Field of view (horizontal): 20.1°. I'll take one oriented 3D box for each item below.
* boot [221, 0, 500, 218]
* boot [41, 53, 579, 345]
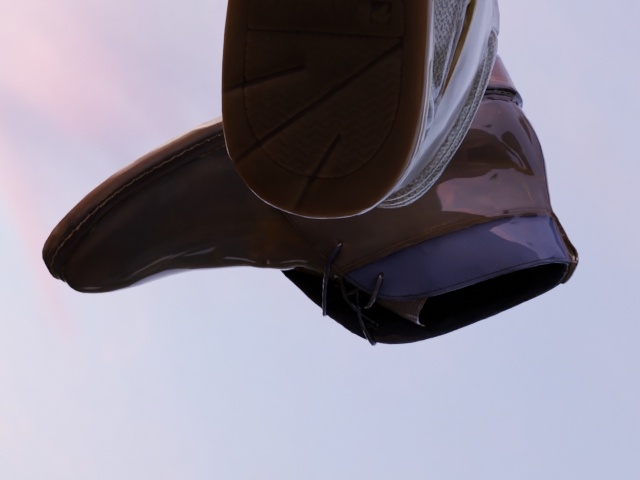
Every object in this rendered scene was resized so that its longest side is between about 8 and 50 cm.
[{"bbox_3d":[0.025,-0.113,0.571,0.077,0.213,0.165,9,2,11],"label":"boot"},{"bbox_3d":[0.000,0.000,0.756,0.082,0.219,0.106,88,-22,-63],"label":"boot"}]
